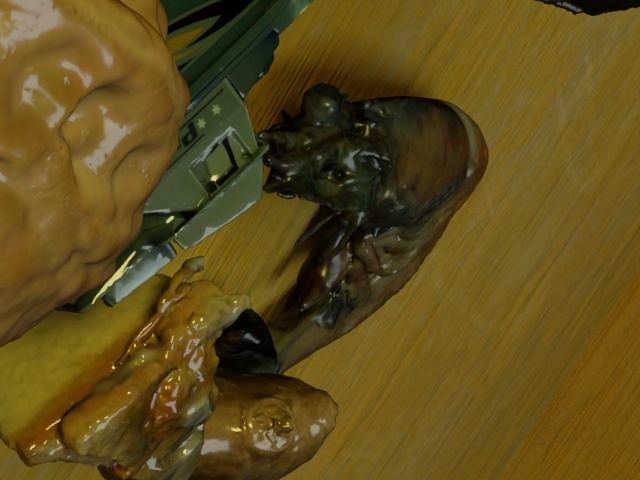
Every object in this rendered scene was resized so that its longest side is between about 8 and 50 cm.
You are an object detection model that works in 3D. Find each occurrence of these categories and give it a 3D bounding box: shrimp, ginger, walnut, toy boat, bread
[{"bbox_3d":[0.000,0.000,1.140,0.272,0.085,0.445,-49,166,2],"label":"shrimp"},{"bbox_3d":[-0.085,0.122,1.088,0.334,0.148,0.081,19,69,-59],"label":"ginger"},{"bbox_3d":[-0.144,-0.056,0.502,0.213,0.213,0.213,-46,160,-22],"label":"walnut"},{"bbox_3d":[-0.100,-0.039,0.709,0.296,0.122,0.114,-41,-162,-20],"label":"toy boat"},{"bbox_3d":[-0.123,0.063,0.817,0.127,0.147,0.152,-41,155,-28],"label":"bread"}]

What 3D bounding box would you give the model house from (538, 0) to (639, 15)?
[{"bbox_3d":[0.086,-0.246,0.773,0.204,0.211,0.243,1,-100,63],"label":"model house"}]
